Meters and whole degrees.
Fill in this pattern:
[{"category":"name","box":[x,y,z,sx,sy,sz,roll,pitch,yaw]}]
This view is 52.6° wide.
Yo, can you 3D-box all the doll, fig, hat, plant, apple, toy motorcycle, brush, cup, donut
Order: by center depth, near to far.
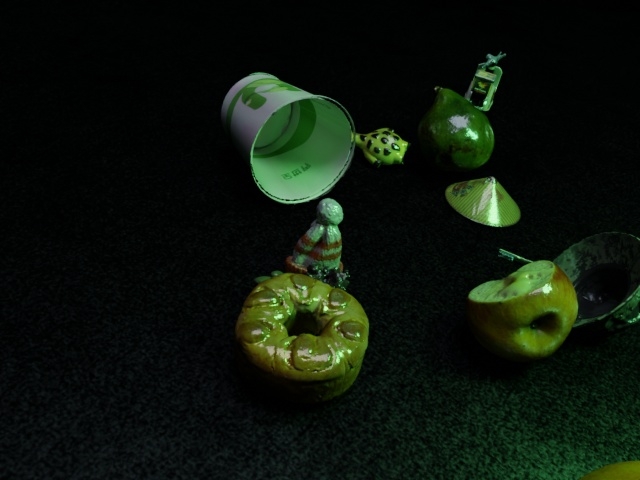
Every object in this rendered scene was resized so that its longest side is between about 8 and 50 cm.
[{"category":"donut","box":[-0.030,0.155,1.036,0.227,0.113,0.226,8,35,-6]},{"category":"apple","box":[0.356,0.124,1.147,0.195,0.160,0.173,-21,27,-2]},{"category":"plant","box":[-0.033,0.085,1.162,0.174,0.085,0.087,-2,-3,-6]},{"category":"hat","box":[0.000,0.000,1.216,0.112,0.162,0.093,10,33,-9]},{"category":"hat","box":[0.541,0.112,1.237,0.128,0.265,0.265,45,35,-12]},{"category":"brush","box":[0.427,0.041,1.407,0.084,0.016,0.013,22,49,14]},{"category":"cup","box":[-0.091,-0.250,1.482,0.253,0.253,0.274,-9,33,-27]},{"category":"hat","box":[0.403,-0.119,1.565,0.193,0.082,0.193,8,35,-6]},{"category":"fig","box":[0.337,-0.292,1.656,0.196,0.195,0.244,-4,82,-21]},{"category":"doll","box":[0.086,-0.263,1.664,0.291,0.086,0.117,19,66,11]},{"category":"toy motorcycle","box":[0.516,-0.491,2.041,0.091,0.157,0.263,21,38,10]}]

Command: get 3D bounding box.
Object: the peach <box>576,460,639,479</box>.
[{"category":"peach","box":[0.376,0.396,0.694,0.333,0.307,0.308,3,34,-36]}]
